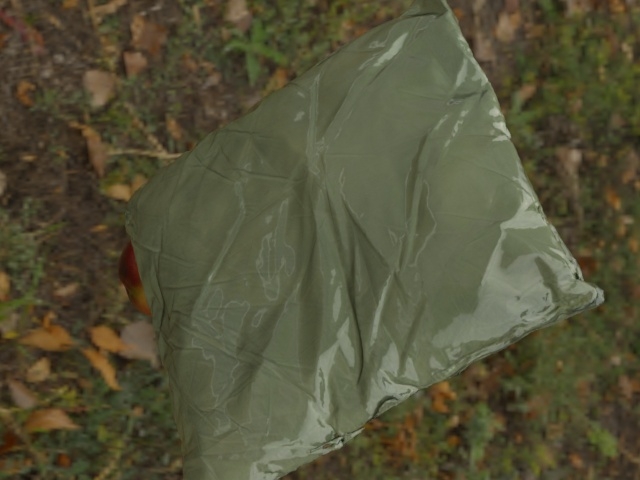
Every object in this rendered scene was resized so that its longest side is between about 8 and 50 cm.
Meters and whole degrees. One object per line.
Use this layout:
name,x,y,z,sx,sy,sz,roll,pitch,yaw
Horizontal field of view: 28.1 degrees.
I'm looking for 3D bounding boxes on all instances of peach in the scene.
peach,-0.165,0.030,1.366,0.100,0.100,0.101,2,88,-50

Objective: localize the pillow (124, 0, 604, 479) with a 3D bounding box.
pillow,0.001,-0.002,0.801,0.076,0.280,0.274,40,24,-46
